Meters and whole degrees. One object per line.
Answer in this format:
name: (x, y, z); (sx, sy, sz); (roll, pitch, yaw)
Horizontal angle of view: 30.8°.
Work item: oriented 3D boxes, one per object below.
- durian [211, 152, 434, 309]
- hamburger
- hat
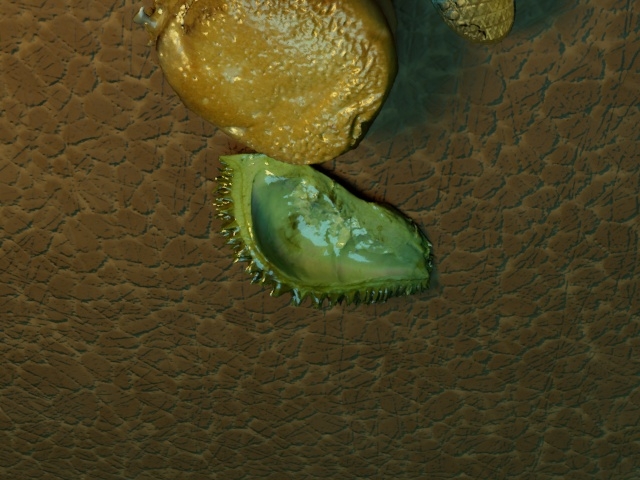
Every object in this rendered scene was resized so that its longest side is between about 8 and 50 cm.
durian: (-0.003, -0.002, 1.729); (0.394, 0.163, 0.198); (22, 94, -19)
hamburger: (-0.060, -0.244, 1.430); (0.314, 0.170, 0.290); (30, 127, -19)
hat: (0.199, -0.317, 1.410); (0.146, 0.067, 0.146); (38, 151, 26)
